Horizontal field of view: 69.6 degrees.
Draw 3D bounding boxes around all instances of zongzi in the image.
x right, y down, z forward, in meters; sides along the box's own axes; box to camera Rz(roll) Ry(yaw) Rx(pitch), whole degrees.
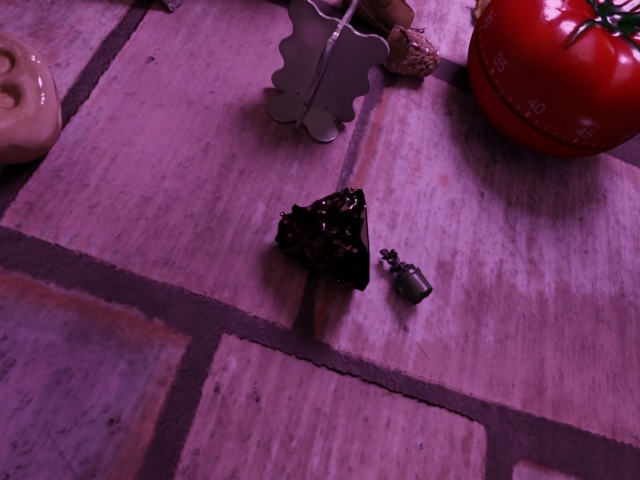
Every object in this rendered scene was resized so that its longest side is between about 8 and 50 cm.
[{"bbox_3d":[0.135,-0.482,0.895,0.189,0.178,0.081,34,79,-1],"label":"zongzi"}]

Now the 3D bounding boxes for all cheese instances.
[{"bbox_3d":[-0.471,-0.184,0.606,0.235,0.117,0.218,38,63,0],"label":"cheese"}]

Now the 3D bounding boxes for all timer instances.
[{"bbox_3d":[0.472,-0.342,0.884,0.378,0.279,0.378,6,68,-15],"label":"timer"}]

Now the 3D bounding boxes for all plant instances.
[{"bbox_3d":[0.131,0.052,0.735,0.051,0.051,0.102,-25,63,-25],"label":"plant"}]

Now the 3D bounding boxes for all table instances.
[{"bbox_3d":[0.008,-0.285,0.755,0.167,0.198,0.166,7,65,-14],"label":"table"}]

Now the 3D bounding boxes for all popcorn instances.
[{"bbox_3d":[0.408,-0.540,1.062,0.109,0.089,0.097,-51,124,-20],"label":"popcorn"}]

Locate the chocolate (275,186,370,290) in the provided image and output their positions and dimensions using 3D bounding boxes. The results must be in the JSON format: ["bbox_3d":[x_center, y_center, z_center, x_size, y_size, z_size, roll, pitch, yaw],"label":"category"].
[{"bbox_3d":[0.000,0.000,0.681,0.133,0.156,0.156,-3,67,2],"label":"chocolate"}]

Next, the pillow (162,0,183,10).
[{"bbox_3d":[-0.284,-0.514,0.760,0.051,0.229,0.128,15,71,31],"label":"pillow"}]

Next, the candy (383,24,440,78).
[{"bbox_3d":[0.179,-0.371,0.914,0.110,0.085,0.095,-3,62,-29],"label":"candy"}]
